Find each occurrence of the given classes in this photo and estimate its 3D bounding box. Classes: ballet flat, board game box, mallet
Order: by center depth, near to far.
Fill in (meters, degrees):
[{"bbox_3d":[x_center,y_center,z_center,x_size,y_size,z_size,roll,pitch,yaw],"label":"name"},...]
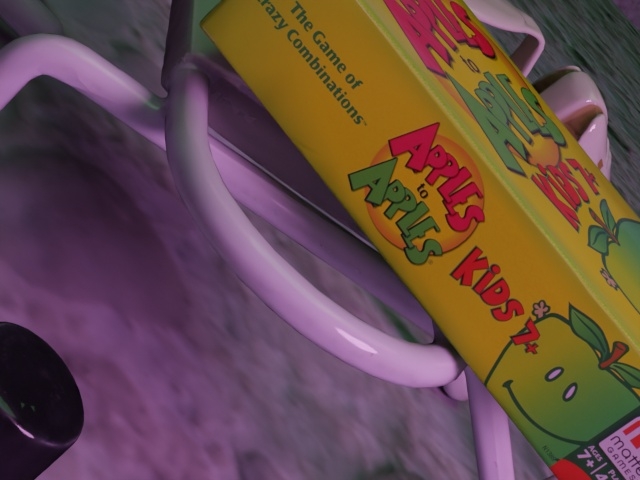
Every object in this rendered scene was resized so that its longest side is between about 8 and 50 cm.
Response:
[{"bbox_3d":[-0.058,0.115,0.370,0.190,0.062,0.039,65,22,3],"label":"mallet"},{"bbox_3d":[0.051,-0.010,0.456,0.181,0.043,0.092,52,24,4],"label":"board game box"},{"bbox_3d":[0.114,-0.084,0.987,0.348,0.123,0.123,33,24,-37],"label":"ballet flat"}]

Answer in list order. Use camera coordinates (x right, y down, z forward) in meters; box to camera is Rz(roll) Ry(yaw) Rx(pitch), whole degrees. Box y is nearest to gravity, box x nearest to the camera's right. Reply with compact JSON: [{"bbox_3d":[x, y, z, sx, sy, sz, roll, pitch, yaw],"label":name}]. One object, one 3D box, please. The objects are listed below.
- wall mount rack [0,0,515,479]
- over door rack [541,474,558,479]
[{"bbox_3d":[0.000,0.000,0.582,0.304,0.130,0.350,37,23,-20],"label":"wall mount rack"},{"bbox_3d":[0.235,0.236,0.641,0.239,0.108,0.324,31,25,-41],"label":"over door rack"}]
